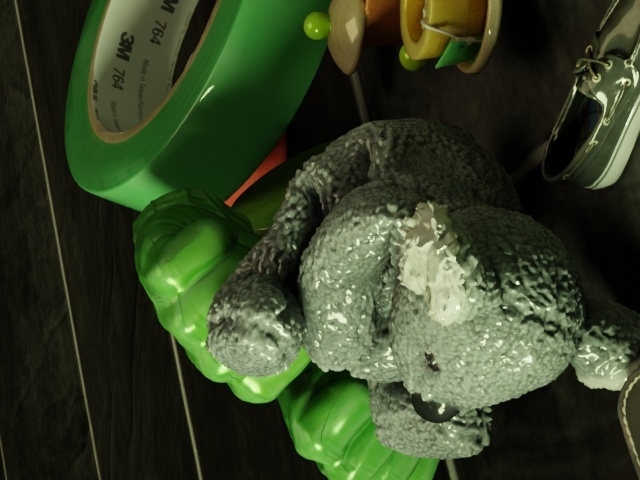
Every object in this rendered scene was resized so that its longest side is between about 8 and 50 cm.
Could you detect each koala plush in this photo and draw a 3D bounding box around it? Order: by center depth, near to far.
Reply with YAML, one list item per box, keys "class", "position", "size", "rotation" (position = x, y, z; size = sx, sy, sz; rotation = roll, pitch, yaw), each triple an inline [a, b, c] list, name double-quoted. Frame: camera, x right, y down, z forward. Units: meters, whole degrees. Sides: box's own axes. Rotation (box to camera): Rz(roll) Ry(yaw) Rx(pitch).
- class: "koala plush"
  position: [0.077, 0.027, 0.935]
  size: [0.203, 0.196, 0.221]
  rotation: [-64, 24, -5]

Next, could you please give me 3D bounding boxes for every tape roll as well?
- class: "tape roll"
  position: [-0.095, -0.176, 1.263]
  size: [0.321, 0.077, 0.321]
  rotation: [-38, 41, 44]

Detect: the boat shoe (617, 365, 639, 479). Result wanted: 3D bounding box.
- class: "boat shoe"
  position: [0.211, 0.166, 0.769]
  size: [0.103, 0.092, 0.285]
  rotation: [111, 145, -44]

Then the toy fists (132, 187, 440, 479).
- class: "toy fists"
  position: [-0.017, 0.076, 1.103]
  size: [0.096, 0.279, 0.142]
  rotation: [-40, 29, 9]

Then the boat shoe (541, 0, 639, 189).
- class: "boat shoe"
  position: [0.161, -0.088, 0.896]
  size: [0.049, 0.040, 0.142]
  rotation: [-123, 37, -46]

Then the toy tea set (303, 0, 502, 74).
- class: "toy tea set"
  position: [0.045, -0.216, 0.969]
  size: [0.336, 0.124, 0.200]
  rotation: [103, 162, -45]

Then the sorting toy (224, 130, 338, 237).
- class: "sorting toy"
  position: [0.000, 0.000, 1.238]
  size: [0.365, 0.127, 0.126]
  rotation: [18, 140, 61]
